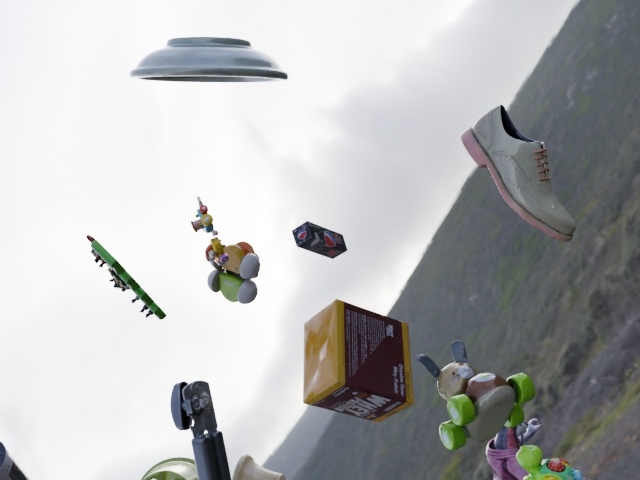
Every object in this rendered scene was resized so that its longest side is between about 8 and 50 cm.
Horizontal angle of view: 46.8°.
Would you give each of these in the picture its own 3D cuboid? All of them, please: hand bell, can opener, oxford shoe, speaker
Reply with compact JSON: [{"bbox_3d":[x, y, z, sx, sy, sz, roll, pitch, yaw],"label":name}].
[{"bbox_3d":[-0.037,0.479,1.394,0.126,0.242,0.126,2,-90,-76],"label":"hand bell"},{"bbox_3d":[-0.260,0.443,1.606,0.095,0.284,0.076,-14,-4,38],"label":"can opener"},{"bbox_3d":[0.523,-0.172,1.868,0.146,0.397,0.140,-47,-18,30],"label":"oxford shoe"},{"bbox_3d":[-0.407,0.303,0.940,0.055,0.055,0.136,-46,-25,-31],"label":"speaker"}]

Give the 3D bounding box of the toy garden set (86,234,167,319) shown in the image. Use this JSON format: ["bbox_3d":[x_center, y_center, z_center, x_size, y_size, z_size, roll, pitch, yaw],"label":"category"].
[{"bbox_3d":[-0.501,0.087,1.813,0.049,0.203,0.244,-44,-41,-14],"label":"toy garden set"}]

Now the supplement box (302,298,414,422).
[{"bbox_3d":[0.078,0.258,1.564,0.129,0.194,0.191,-42,37,43],"label":"supplement box"}]

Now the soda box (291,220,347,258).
[{"bbox_3d":[0.000,0.000,2.007,0.060,0.053,0.169,-31,-29,27],"label":"soda box"}]

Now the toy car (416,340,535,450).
[{"bbox_3d":[0.266,0.260,1.353,0.155,0.188,0.149,-14,-45,-20],"label":"toy car"}]

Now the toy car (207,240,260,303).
[{"bbox_3d":[-0.236,0.088,2.150,0.136,0.159,0.182,-28,-50,-56],"label":"toy car"}]

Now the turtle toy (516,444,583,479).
[{"bbox_3d":[0.391,0.399,1.262,0.066,0.130,0.095,-63,5,-20],"label":"turtle toy"}]

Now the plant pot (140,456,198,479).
[{"bbox_3d":[-0.454,0.792,2.232,0.276,0.276,0.254,-52,-11,-15],"label":"plant pot"}]

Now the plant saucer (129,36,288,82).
[{"bbox_3d":[-0.280,-0.457,1.875,0.400,0.400,0.101,-19,-68,-64],"label":"plant saucer"}]

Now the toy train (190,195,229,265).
[{"bbox_3d":[-0.244,-0.007,1.580,0.046,0.125,0.166,-25,-65,-13],"label":"toy train"}]

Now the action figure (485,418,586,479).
[{"bbox_3d":[0.435,0.557,1.675,0.275,0.370,0.248,-18,4,-3],"label":"action figure"}]
